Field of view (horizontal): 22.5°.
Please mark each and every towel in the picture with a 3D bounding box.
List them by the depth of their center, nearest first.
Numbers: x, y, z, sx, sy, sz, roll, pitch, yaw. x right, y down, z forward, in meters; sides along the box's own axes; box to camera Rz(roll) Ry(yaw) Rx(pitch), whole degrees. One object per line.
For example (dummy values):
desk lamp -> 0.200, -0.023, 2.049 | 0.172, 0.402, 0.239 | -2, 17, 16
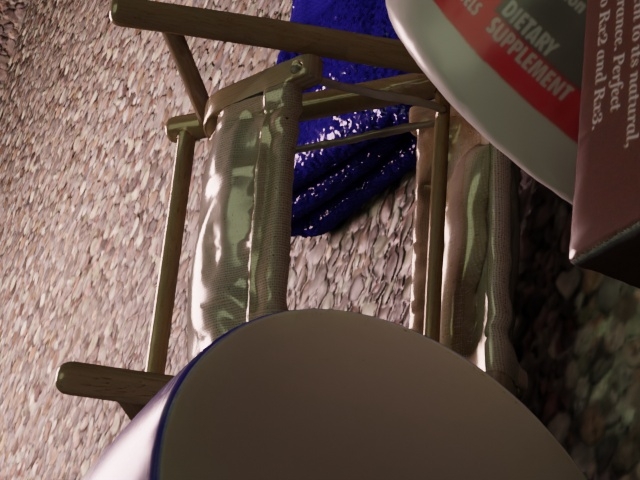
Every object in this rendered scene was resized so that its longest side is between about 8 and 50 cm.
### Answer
towel -> 0.031, -0.174, 1.223 | 0.227, 0.076, 0.308 | -39, 37, 53

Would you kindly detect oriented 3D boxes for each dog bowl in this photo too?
dog bowl -> 0.017, 0.164, 0.716 | 0.104, 0.265, 0.265 | -48, 30, 38

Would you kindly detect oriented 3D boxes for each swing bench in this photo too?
swing bench -> 0.000, 0.000, 0.959 | 0.165, 0.254, 0.253 | 71, -158, -64

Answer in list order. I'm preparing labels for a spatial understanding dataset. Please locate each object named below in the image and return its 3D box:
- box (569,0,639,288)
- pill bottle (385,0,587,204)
box -> 0.216, -0.059, 0.532 | 0.167, 0.203, 0.168 | -37, 38, 54
pill bottle -> 0.190, -0.169, 0.696 | 0.318, 0.176, 0.176 | -49, 28, 20
